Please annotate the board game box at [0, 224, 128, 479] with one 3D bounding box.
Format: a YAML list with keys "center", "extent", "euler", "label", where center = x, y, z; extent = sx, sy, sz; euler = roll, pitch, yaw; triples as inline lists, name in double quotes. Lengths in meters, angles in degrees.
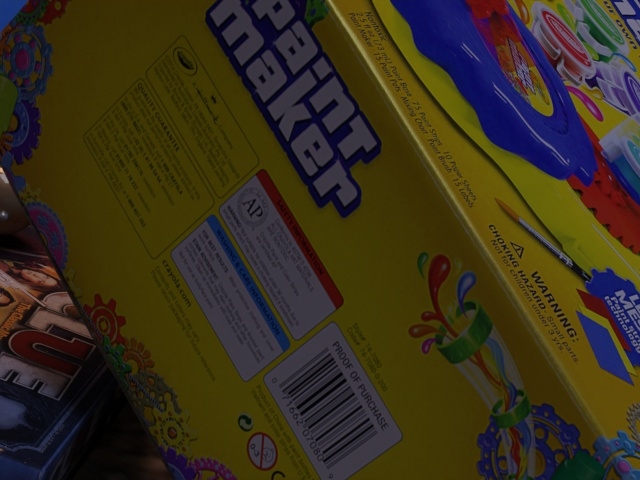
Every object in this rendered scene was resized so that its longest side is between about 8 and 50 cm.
- center: [-0.164, 0.038, 0.729]
  extent: [0.165, 0.042, 0.243]
  euler: [21, 21, 3]
  label: "board game box"

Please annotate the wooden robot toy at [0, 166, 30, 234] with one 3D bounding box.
- center: [-0.160, -0.032, 0.753]
  extent: [0.079, 0.076, 0.173]
  euler: [24, 19, -18]
  label: "wooden robot toy"

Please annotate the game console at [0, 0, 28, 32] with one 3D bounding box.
- center: [-0.089, -0.075, 0.997]
  extent: [0.293, 0.173, 0.250]
  euler: [27, -16, 31]
  label: "game console"

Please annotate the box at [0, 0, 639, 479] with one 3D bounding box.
- center: [0.054, -0.008, 0.691]
  extent: [0.279, 0.177, 0.290]
  euler: [-12, 66, -54]
  label: "box"
